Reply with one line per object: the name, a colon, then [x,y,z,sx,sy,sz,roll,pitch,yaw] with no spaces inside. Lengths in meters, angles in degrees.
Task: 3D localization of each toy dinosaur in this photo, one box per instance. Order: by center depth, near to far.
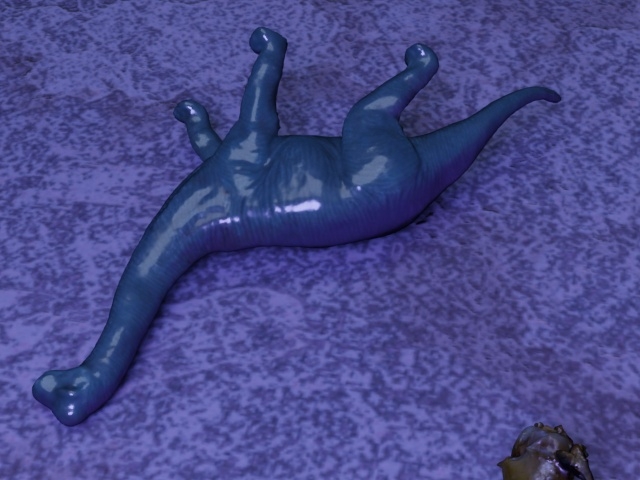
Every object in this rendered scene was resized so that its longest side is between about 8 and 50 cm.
toy dinosaur: [0.000,0.000,0.945,0.384,0.129,0.330,1,52,3]

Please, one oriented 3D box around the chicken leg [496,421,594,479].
chicken leg: [0.132,0.195,0.706,0.103,0.088,0.227,-17,45,4]
